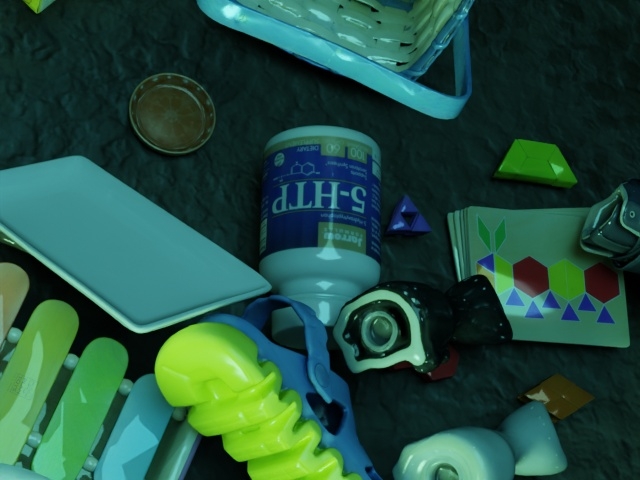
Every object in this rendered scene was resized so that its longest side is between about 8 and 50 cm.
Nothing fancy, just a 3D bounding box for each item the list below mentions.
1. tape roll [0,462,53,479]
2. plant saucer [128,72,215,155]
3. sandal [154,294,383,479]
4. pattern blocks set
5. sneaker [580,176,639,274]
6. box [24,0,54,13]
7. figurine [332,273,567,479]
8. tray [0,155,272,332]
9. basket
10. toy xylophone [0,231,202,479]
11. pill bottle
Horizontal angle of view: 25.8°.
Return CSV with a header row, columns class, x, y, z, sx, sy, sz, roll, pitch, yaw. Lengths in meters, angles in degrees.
class,x,y,z,sx,sy,sz,roll,pitch,yaw
tape roll,-0.268,0.300,1.048,0.246,0.169,0.246,6,69,-16
plant saucer,-0.141,-0.119,1.328,0.083,0.013,0.083,6,69,-17
sandal,-0.003,0.167,1.179,0.317,0.126,0.138,60,36,-21
pattern blocks set,0.215,0.036,1.384,0.325,0.026,0.285,13,68,-14
sneaker,0.333,0.042,1.351,0.163,0.086,0.226,13,57,-26
box,-0.226,-0.289,1.269,0.043,0.179,0.105,44,63,0
figurine,0.133,0.132,1.235,0.209,0.092,0.215,-8,72,-55
tray,-0.181,0.005,1.173,0.145,0.030,0.270,-16,37,-43
basket,0.031,-0.239,1.308,0.255,0.201,0.289,25,34,-8
toy xylophone,-0.247,0.099,1.176,0.323,0.081,0.236,19,66,-12
pill bottle,0.000,0.000,1.278,0.112,0.112,0.186,7,69,-16
